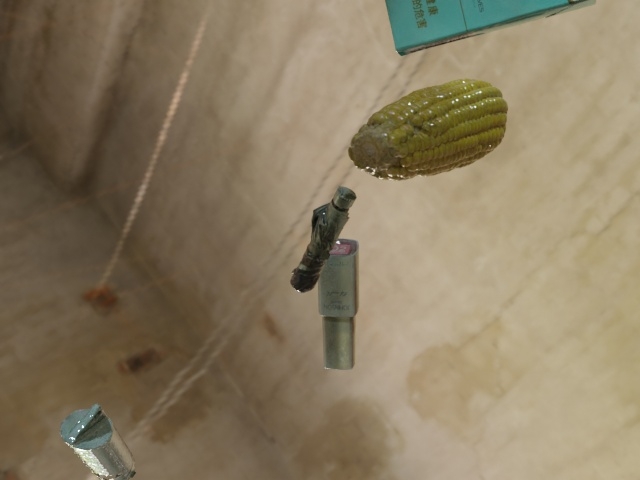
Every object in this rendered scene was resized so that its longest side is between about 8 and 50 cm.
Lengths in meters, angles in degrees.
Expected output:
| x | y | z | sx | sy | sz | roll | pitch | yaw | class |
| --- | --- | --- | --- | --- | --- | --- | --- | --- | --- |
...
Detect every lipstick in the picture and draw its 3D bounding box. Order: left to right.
| x | y | z | sx | sy | sz | roll | pitch | yaw | class |
| --- | --- | --- | --- | --- | --- | --- | --- | --- | --- |
| 0.036 | 0.124 | 2.222 | 0.077 | 0.079 | 0.252 | -72 | -18 | -63 | lipstick |

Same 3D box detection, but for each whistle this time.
| x | y | z | sx | sy | sz | roll | pitch | yaw | class |
| --- | --- | --- | --- | --- | --- | --- | --- | --- | --- |
| -0.288 | 0.271 | 1.531 | 0.062 | 0.062 | 0.312 | -33 | -16 | -14 | whistle |

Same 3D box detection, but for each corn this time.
| x | y | z | sx | sy | sz | roll | pitch | yaw | class |
| --- | --- | --- | --- | --- | --- | --- | --- | --- | --- |
| 0.167 | -0.159 | 1.687 | 0.347 | 0.130 | 0.130 | -22 | -21 | -52 | corn |

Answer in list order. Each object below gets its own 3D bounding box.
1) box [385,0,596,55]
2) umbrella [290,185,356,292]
| x | y | z | sx | sy | sz | roll | pitch | yaw | class |
| --- | --- | --- | --- | --- | --- | --- | --- | --- | --- |
| 0.180 | -0.315 | 1.322 | 0.229 | 0.162 | 0.041 | -14 | -5 | 13 | box |
| 0.000 | 0.000 | 1.719 | 0.050 | 0.046 | 0.188 | 15 | -53 | -15 | umbrella |
